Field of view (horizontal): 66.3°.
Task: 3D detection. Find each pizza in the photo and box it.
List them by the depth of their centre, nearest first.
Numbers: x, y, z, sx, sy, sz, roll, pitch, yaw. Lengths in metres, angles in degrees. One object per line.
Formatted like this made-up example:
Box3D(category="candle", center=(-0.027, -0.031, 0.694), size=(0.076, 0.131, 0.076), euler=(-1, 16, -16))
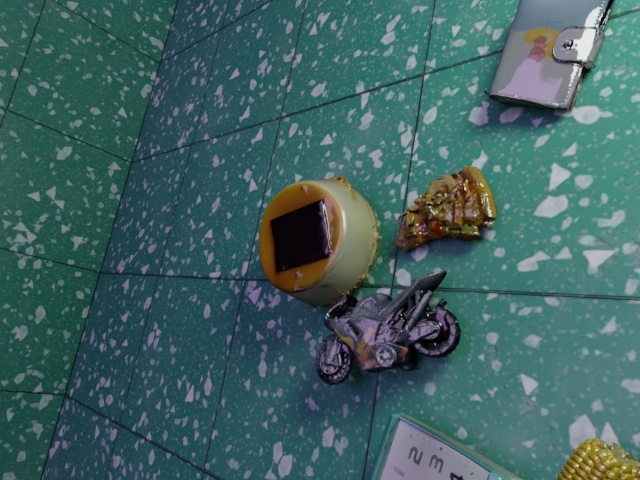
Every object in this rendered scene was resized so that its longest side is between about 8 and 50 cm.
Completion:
Box3D(category="pizza", center=(0.232, -0.062, 0.955), size=(0.226, 0.069, 0.147), euler=(-11, 68, 41))

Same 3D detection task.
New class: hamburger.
Box3D(category="hamburger", center=(0.000, 0.000, 1.079), size=(0.275, 0.179, 0.295), euler=(-23, 67, 36))

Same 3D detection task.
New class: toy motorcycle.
Box3D(category="toy motorcycle", center=(0.112, 0.166, 0.934), size=(0.307, 0.108, 0.174), euler=(-23, 61, 25))

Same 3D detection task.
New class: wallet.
Box3D(category="wallet", center=(0.417, -0.350, 0.891), size=(0.170, 0.069, 0.231), euler=(21, 92, 29))

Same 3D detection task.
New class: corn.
Box3D(category="corn", center=(0.337, 0.381, 0.650), size=(0.093, 0.093, 0.244), euler=(35, 102, 46))

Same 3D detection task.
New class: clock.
Box3D(category="clock", center=(0.180, 0.445, 0.773), size=(0.231, 0.116, 0.263), euler=(13, 82, 51))
